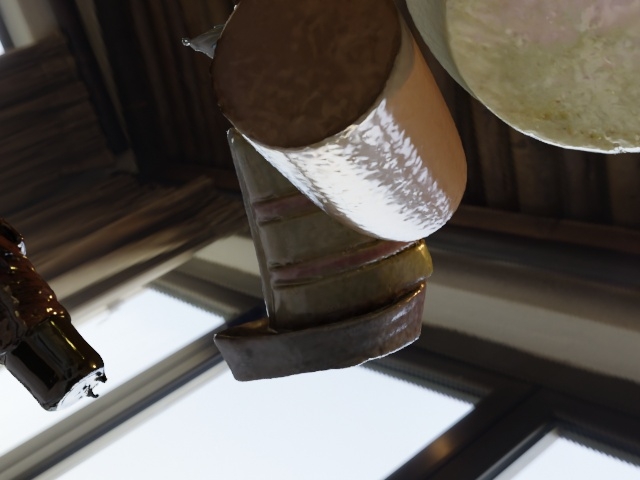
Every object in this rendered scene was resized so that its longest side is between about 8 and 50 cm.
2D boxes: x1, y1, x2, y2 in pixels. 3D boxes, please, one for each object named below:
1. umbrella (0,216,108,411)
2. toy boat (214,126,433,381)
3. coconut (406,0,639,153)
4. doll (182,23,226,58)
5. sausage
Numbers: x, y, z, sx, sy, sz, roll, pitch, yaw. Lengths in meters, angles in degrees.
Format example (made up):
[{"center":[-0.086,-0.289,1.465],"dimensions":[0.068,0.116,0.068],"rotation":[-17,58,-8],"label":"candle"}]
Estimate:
[{"center":[-0.282,0.004,0.714],"dimensions":[0.326,0.090,0.094],"rotation":[45,-60,11],"label":"umbrella"},{"center":[0.016,0.028,1.149],"dimensions":[0.111,0.276,0.293],"rotation":[-164,-100,-69],"label":"toy boat"},{"center":[0.164,-0.167,0.504],"dimensions":[0.241,0.241,0.241],"rotation":[37,-37,34],"label":"coconut"},{"center":[-0.100,-0.223,1.096],"dimensions":[0.039,0.114,0.057],"rotation":[134,-41,-74],"label":"doll"},{"center":[0.029,-0.078,0.671],"dimensions":[0.123,0.123,0.253],"rotation":[45,3,24],"label":"sausage"}]
